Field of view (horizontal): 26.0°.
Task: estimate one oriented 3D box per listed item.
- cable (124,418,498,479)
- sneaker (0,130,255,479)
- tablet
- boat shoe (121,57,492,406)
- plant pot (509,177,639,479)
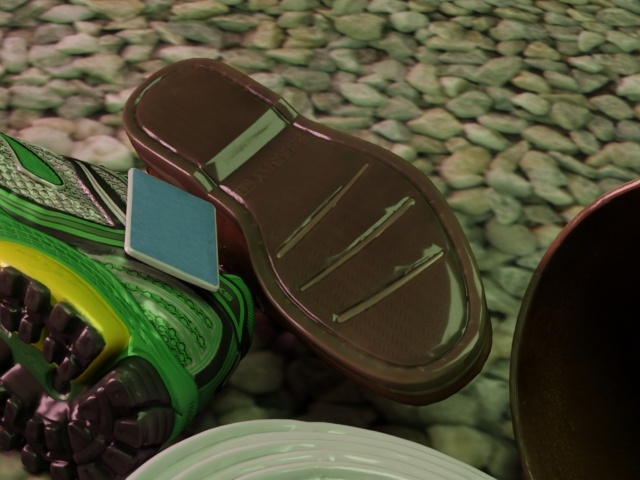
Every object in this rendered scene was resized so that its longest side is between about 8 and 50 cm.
[{"bbox_3d":[0.013,0.183,0.586,0.257,0.089,0.257,-8,39,-25],"label":"cable"},{"bbox_3d":[-0.187,-0.002,0.779,0.343,0.134,0.146,37,35,18],"label":"sneaker"},{"bbox_3d":[-0.078,-0.006,0.732,0.054,0.006,0.083,25,28,-21],"label":"tablet"},{"bbox_3d":[0.000,0.000,0.809,0.110,0.104,0.307,-34,48,-10],"label":"boat shoe"},{"bbox_3d":[0.257,0.076,0.730,0.230,0.215,0.215,1,34,-39],"label":"plant pot"}]
